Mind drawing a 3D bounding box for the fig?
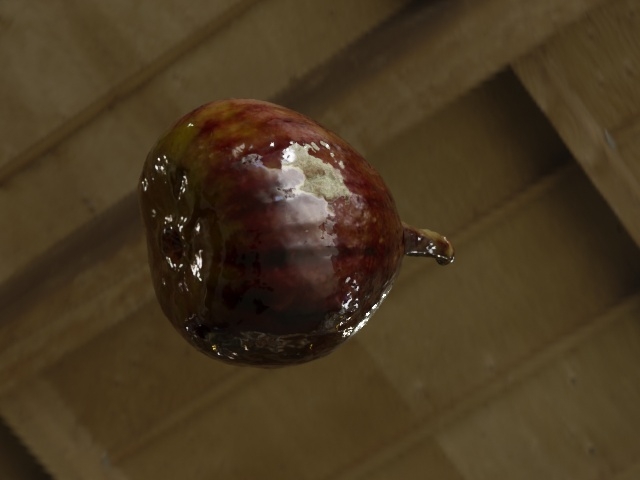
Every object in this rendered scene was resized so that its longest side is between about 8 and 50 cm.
[{"bbox_3d":[-0.013,0.006,1.125,0.202,0.149,0.148,18,-27,-5],"label":"fig"}]
